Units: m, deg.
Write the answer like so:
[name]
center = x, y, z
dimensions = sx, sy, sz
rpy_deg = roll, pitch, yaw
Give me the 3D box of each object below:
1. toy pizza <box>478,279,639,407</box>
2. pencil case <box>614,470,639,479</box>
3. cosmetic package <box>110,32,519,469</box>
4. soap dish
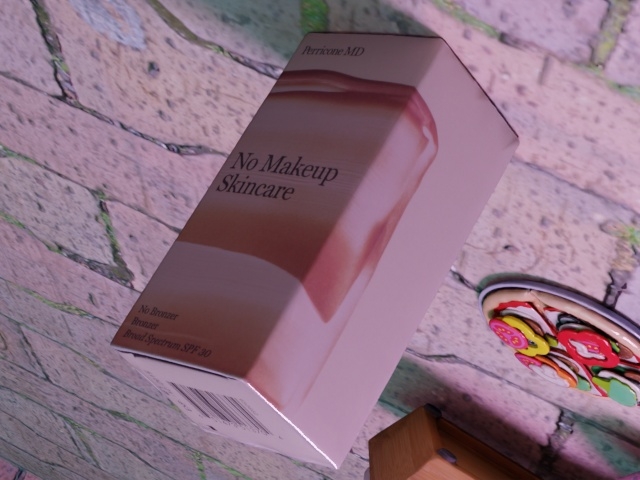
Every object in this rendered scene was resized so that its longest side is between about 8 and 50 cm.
[toy pizza]
center = 0.232, 0.103, 1.503
dimensions = 0.201, 0.032, 0.201
rpy_deg = 26, 159, 11
[pencil case]
center = 0.350, 0.369, 1.643
dimensions = 0.124, 0.124, 0.284
rpy_deg = -12, 96, 61
[cosmetic package]
center = 0.000, 0.000, 1.200
dimensions = 0.153, 0.296, 0.129
rpy_deg = 7, 149, 44
[soap dish]
center = 0.191, 0.312, 1.824
dimensions = 0.291, 0.118, 0.229
rpy_deg = 32, -171, -6
